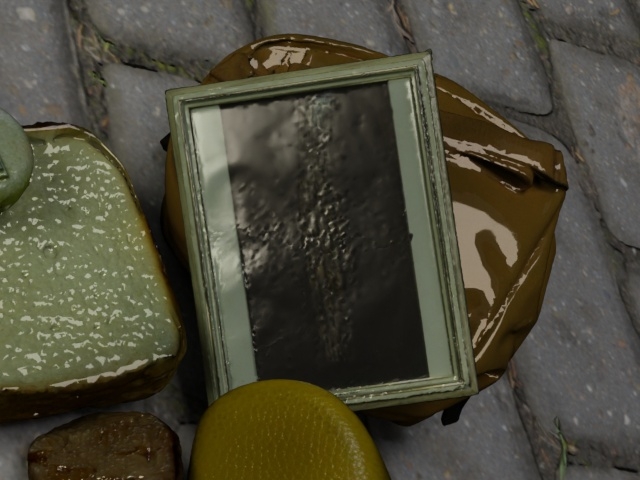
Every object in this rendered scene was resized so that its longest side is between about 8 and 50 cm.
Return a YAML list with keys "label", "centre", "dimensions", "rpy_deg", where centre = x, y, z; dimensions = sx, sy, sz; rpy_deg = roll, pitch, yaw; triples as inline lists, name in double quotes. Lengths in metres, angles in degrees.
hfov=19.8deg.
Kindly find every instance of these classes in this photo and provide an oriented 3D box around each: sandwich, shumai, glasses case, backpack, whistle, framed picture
- label: "sandwich"
  centre: [-0.240, 0.023, 1.484]
  dimensions: [0.226, 0.087, 0.251]
  rpy_deg: [-10, 65, -33]
- label: "shumai"
  centre: [-0.161, 0.197, 1.423]
  dimensions: [0.123, 0.139, 0.105]
  rpy_deg: [-15, 101, -18]
- label: "glasses case"
  centre: [-0.018, 0.289, 1.400]
  dimensions: [0.141, 0.173, 0.371]
  rpy_deg: [70, 19, -51]
- label: "backpack"
  centre: [0.036, -0.021, 1.676]
  dimensions: [0.378, 0.201, 0.353]
  rpy_deg: [41, 55, 3]
- label: "whistle"
  centre: [-0.294, -0.106, 1.445]
  dimensions: [0.104, 0.057, 0.198]
  rpy_deg: [-13, 67, -33]
- label: "framed picture"
  centre: [0.000, 0.000, 1.529]
  dimensions: [0.018, 0.231, 0.293]
  rpy_deg: [22, 59, -84]
